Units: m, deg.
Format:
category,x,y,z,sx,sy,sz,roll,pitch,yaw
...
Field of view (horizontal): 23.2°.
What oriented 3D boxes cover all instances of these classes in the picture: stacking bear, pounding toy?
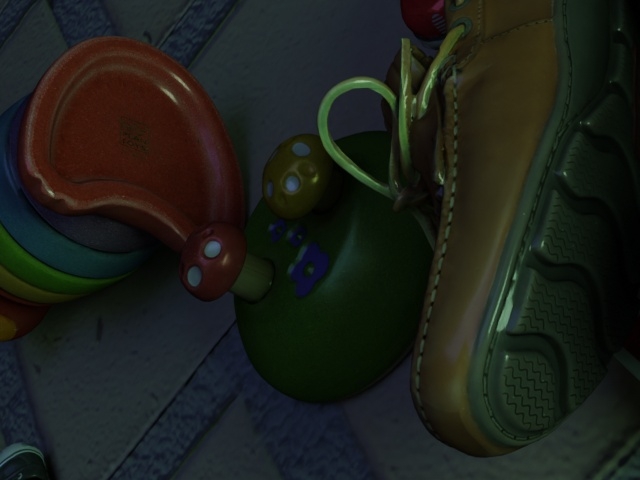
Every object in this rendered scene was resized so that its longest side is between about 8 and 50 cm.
category,x,y,z,sx,sy,sz,roll,pitch,yaw
stacking bear,-0.208,-0.016,1.190,0.289,0.175,0.164,-36,44,43
pounding toy,0.000,0.000,0.947,0.237,0.110,0.183,5,72,53

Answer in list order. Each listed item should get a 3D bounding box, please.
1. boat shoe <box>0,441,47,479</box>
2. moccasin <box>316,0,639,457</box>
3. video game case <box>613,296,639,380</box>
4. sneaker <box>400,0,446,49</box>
category,x,y,z,sx,sy,sz,roll,pitch,yaw
boat shoe,-0.256,0.217,1.183,0.142,0.049,0.040,-54,36,8
moccasin,0.090,-0.062,0.805,0.147,0.139,0.380,-10,54,27
video game case,0.263,0.041,0.663,0.204,0.025,0.285,-55,36,11
sneaker,0.082,-0.253,1.002,0.107,0.118,0.279,-14,57,48
